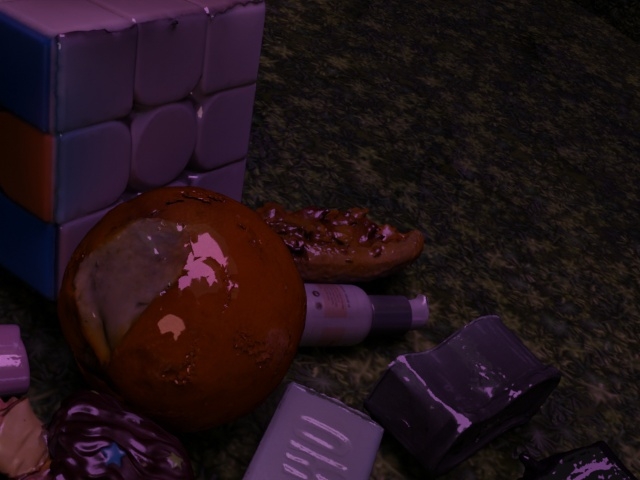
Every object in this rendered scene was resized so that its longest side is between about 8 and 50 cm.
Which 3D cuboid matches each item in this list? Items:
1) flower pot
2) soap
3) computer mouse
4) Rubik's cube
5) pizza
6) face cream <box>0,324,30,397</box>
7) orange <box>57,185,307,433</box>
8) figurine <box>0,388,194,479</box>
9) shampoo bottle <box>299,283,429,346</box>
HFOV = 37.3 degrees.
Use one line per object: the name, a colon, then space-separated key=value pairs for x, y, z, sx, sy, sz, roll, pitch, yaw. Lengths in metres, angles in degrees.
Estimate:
flower pot: x=0.162 y=0.168 z=1.054 sx=0.229 sy=0.103 sz=0.108 roll=-18 pitch=52 yaw=-44
soap: x=-0.017 y=0.234 z=0.900 sx=0.114 sy=0.063 sz=0.198 roll=25 pitch=35 yaw=1
computer mouse: x=0.300 y=0.309 z=0.953 sx=0.147 sy=0.088 sz=0.264 roll=-29 pitch=53 yaw=-27
Rubik's cube: x=-0.268 y=-0.154 z=1.051 sx=0.291 sy=0.291 sz=0.291 roll=27 pitch=33 yaw=29
pizza: x=0.000 y=0.000 z=1.177 sx=0.305 sy=0.086 sz=0.161 roll=-5 pitch=21 yaw=-33
face cream: x=-0.374 y=0.116 z=0.873 sx=0.198 sy=0.057 sz=0.084 roll=1 pitch=40 yaw=-30
orange: x=-0.133 y=0.066 z=0.912 sx=0.239 sy=0.240 sz=0.240 roll=15 pitch=35 yaw=-11
figurine: x=-0.220 y=0.177 z=0.783 sx=0.240 sy=0.116 sz=0.175 roll=22 pitch=6 yaw=-16
shampoo bottle: x=0.038 y=0.089 z=1.121 sx=0.192 sy=0.074 sz=0.074 roll=4 pitch=38 yaw=-28
